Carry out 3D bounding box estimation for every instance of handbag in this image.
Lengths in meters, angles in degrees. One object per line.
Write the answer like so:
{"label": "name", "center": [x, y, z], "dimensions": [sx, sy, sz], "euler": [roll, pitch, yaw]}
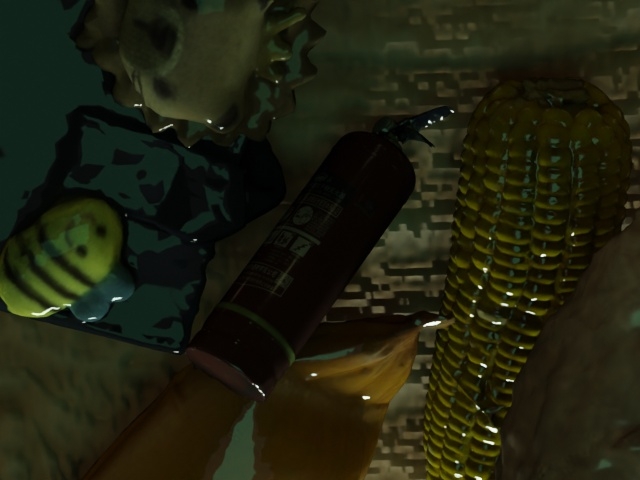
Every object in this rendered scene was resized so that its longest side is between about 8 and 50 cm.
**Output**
{"label": "handbag", "center": [-0.150, -0.127, 0.644], "dimensions": [0.329, 0.122, 0.303], "euler": [16, 109, -6]}

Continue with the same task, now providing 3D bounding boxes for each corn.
{"label": "corn", "center": [0.093, 0.036, 0.719], "dimensions": [0.080, 0.080, 0.231], "euler": [7, 111, -2]}

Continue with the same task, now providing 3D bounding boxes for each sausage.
{"label": "sausage", "center": [-0.060, 0.135, 0.746], "dimensions": [0.112, 0.112, 0.328], "euler": [39, 105, -12]}

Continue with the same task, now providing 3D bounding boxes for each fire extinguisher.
{"label": "fire extinguisher", "center": [0.000, 0.000, 0.692], "dimensions": [0.043, 0.064, 0.158], "euler": [48, 64, -25]}

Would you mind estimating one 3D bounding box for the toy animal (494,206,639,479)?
{"label": "toy animal", "center": [0.171, 0.147, 0.651], "dimensions": [0.188, 0.226, 0.358], "euler": [0, 128, 35]}
